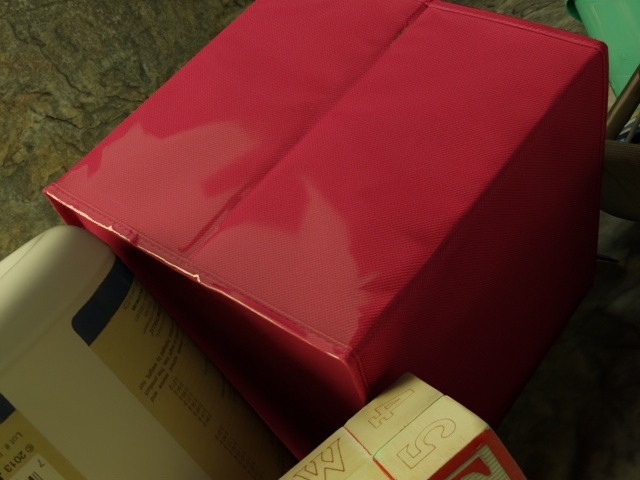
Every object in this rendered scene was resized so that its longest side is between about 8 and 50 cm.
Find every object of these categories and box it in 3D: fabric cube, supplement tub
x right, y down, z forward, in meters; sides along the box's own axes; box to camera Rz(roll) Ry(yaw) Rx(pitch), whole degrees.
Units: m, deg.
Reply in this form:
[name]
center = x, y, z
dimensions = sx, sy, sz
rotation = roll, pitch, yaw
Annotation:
[fabric cube]
center = 0.023, 0.002, 0.582
dimensions = 0.259, 0.254, 0.258
rotation = 26, 63, 32
[supplement tub]
center = -0.128, 0.174, 0.484
dimensions = 0.228, 0.316, 0.228
rotation = -35, 15, 11

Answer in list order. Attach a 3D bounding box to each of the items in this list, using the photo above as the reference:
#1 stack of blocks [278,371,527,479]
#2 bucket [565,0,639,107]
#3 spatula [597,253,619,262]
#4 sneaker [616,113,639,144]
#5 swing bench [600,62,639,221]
[stack of blocks]
center = -0.011, 0.223, 0.358
dimensions = 0.297, 0.171, 0.087
rotation = -39, 15, -10
[bucket]
center = 0.424, -0.299, 0.937
dimensions = 0.281, 0.183, 0.281
rotation = -34, 15, 11
[spatula]
center = 0.190, -0.024, 0.807
dimensions = 0.296, 0.084, 0.030
rotation = -121, 45, -68
[sneaker]
center = 0.291, -0.079, 0.826
dimensions = 0.144, 0.053, 0.059
rotation = -35, 17, 11
[swing bench]
center = 0.318, -0.093, 0.609
dimensions = 0.255, 0.165, 0.253
rotation = -42, 15, 2
